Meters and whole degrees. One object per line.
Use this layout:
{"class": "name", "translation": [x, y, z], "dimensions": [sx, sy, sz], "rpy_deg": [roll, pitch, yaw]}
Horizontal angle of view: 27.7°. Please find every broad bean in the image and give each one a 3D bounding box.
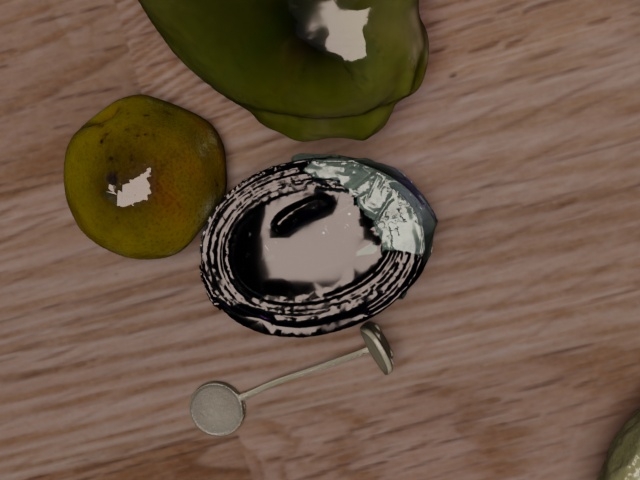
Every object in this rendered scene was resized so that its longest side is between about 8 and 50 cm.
{"class": "broad bean", "translation": [-0.029, -0.215, 1.034], "dimensions": [0.291, 0.119, 0.238], "rpy_deg": [47, 119, -3]}

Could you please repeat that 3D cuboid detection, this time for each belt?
{"class": "belt", "translation": [0.000, 0.000, 1.089], "dimensions": [0.198, 0.078, 0.151], "rpy_deg": [-11, 92, 12]}

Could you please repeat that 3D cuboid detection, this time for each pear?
{"class": "pear", "translation": [-0.150, -0.051, 1.092], "dimensions": [0.141, 0.104, 0.141], "rpy_deg": [1, 102, 5]}

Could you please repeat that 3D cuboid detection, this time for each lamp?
{"class": "lamp", "translation": [-0.029, 0.124, 1.127], "dimensions": [0.198, 0.056, 0.050], "rpy_deg": [-24, 97, 14]}

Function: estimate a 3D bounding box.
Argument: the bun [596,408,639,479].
{"class": "bun", "translation": [0.315, 0.218, 1.057], "dimensions": [0.195, 0.118, 0.195], "rpy_deg": [0, 92, 7]}
